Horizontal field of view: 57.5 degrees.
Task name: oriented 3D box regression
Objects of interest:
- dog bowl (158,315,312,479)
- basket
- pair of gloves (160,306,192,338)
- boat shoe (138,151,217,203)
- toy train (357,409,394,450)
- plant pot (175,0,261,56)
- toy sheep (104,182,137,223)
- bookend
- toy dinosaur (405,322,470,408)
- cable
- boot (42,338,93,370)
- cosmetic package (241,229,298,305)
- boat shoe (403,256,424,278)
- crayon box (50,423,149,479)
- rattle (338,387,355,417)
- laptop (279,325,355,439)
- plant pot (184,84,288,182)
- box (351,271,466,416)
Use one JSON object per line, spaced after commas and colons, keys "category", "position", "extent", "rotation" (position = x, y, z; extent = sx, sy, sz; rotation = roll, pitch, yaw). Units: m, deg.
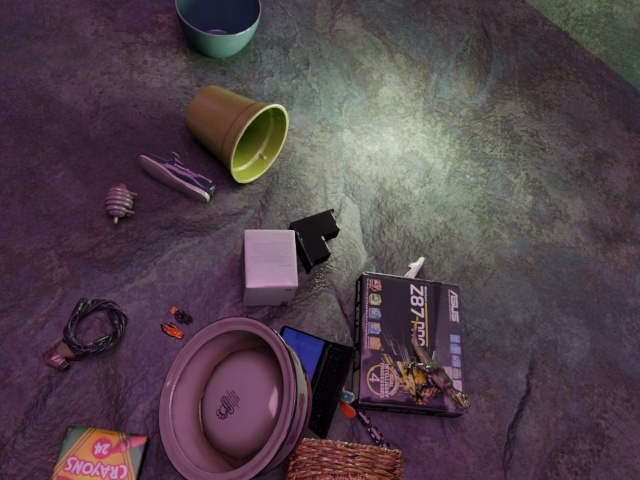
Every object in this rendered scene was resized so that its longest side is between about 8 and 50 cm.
{"category": "dog bowl", "position": [-0.200, 0.404, 1.458], "extent": [0.407, 0.150, 0.409], "rotation": [-12, 63, 25]}
{"category": "basket", "position": [0.054, 0.630, 1.457], "extent": [0.298, 0.213, 0.223], "rotation": [10, 62, -6]}
{"category": "pair of gloves", "position": [-0.412, 0.237, 1.672], "extent": [0.074, 0.010, 0.083], "rotation": [28, 59, 4]}
{"category": "boat shoe", "position": [-0.447, -0.212, 1.840], "extent": [0.254, 0.095, 0.079], "rotation": [28, 63, 1]}
{"category": "toy train", "position": [0.154, 0.541, 1.622], "extent": [0.027, 0.036, 0.158], "rotation": [-31, 72, -23]}
{"category": "plant pot", "position": [-0.363, -0.765, 2.075], "extent": [0.289, 0.195, 0.291], "rotation": [4, 63, -9]}
{"category": "toy sheep", "position": [-0.608, -0.113, 1.766], "extent": [0.091, 0.091, 0.132], "rotation": [4, 69, -10]}
{"category": "bookend", "position": [0.000, 0.000, 1.839], "extent": [0.157, 0.072, 0.156], "rotation": [-20, 70, -21]}
{"category": "toy dinosaur", "position": [0.299, 0.370, 1.623], "extent": [0.118, 0.064, 0.268], "rotation": [-25, 71, -28]}
{"category": "cable", "position": [-0.617, 0.242, 1.597], "extent": [0.150, 0.047, 0.185], "rotation": [22, 43, -13]}
{"category": "boot", "position": [-0.684, 0.294, 1.574], "extent": [0.087, 0.042, 0.118], "rotation": [35, 51, 19]}
{"category": "cosmetic package", "position": [-0.154, 0.082, 1.721], "extent": [0.151, 0.151, 0.184], "rotation": [1, 63, -11]}
{"category": "boat shoe", "position": [0.299, 0.088, 1.879], "extent": [0.035, 0.035, 0.100], "rotation": [34, 69, 3]}
{"category": "crayon box", "position": [-0.553, 0.625, 1.411], "extent": [0.202, 0.081, 0.319], "rotation": [10, 63, -7]}
{"category": "rattle", "position": [0.008, 0.393, 1.595], "extent": [0.142, 0.130, 0.200], "rotation": [12, 40, -19]}
{"category": "laptop", "position": [-0.046, 0.360, 1.532], "extent": [0.136, 0.264, 0.235], "rotation": [23, 79, -15]}
{"category": "plant pot", "position": [-0.285, -0.365, 1.877], "extent": [0.253, 0.276, 0.276], "rotation": [34, 62, 19]}
{"category": "box", "position": [0.258, 0.306, 1.726], "extent": [0.317, 0.097, 0.395], "rotation": [10, 63, -10]}
